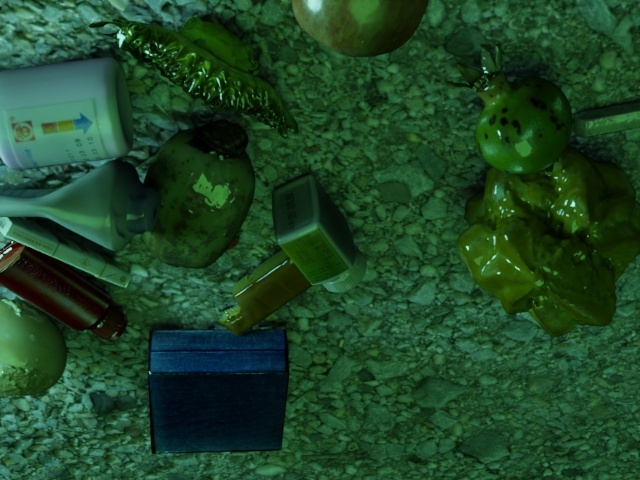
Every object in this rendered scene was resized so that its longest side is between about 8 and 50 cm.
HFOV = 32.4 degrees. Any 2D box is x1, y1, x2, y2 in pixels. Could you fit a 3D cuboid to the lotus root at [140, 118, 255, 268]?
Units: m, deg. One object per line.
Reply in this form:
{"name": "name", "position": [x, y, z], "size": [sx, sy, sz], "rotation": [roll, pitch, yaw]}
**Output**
{"name": "lotus root", "position": [-0.200, -0.053, 1.763], "size": [0.173, 0.173, 0.309], "rotation": [11, 135, -17]}

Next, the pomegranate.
{"name": "pomegranate", "position": [0.290, -0.196, 1.693], "size": [0.220, 0.156, 0.156], "rotation": [44, 124, 4]}

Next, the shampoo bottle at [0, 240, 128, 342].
{"name": "shampoo bottle", "position": [-0.451, 0.094, 1.937], "size": [0.102, 0.064, 0.260], "rotation": [-35, 129, 21]}

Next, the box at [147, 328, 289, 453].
{"name": "box", "position": [-0.198, 0.294, 2.125], "size": [0.261, 0.116, 0.279], "rotation": [-1, 137, -7]}

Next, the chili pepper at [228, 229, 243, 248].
{"name": "chili pepper", "position": [-0.209, 0.012, 1.902], "size": [0.178, 0.045, 0.027], "rotation": [-15, 126, 16]}

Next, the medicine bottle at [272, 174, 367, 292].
{"name": "medicine bottle", "position": [0.000, 0.000, 1.850], "size": [0.088, 0.132, 0.188], "rotation": [-24, 133, 15]}

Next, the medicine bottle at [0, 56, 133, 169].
{"name": "medicine bottle", "position": [-0.411, -0.181, 1.612], "size": [0.254, 0.152, 0.152], "rotation": [-7, 135, 2]}

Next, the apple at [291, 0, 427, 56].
{"name": "apple", "position": [0.056, -0.345, 1.480], "size": [0.188, 0.188, 0.174], "rotation": [11, 127, -17]}

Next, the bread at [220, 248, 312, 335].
{"name": "bread", "position": [-0.098, 0.088, 1.985], "size": [0.226, 0.049, 0.088], "rotation": [-35, 129, 26]}

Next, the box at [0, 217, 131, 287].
{"name": "box", "position": [-0.429, 0.013, 1.829], "size": [0.220, 0.122, 0.032], "rotation": [26, 90, -29]}

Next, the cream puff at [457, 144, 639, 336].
{"name": "cream puff", "position": [0.409, 0.002, 1.812], "size": [0.323, 0.270, 0.274], "rotation": [27, 121, -30]}

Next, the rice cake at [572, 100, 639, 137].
{"name": "rice cake", "position": [0.510, -0.204, 1.779], "size": [0.206, 0.036, 0.047], "rotation": [-13, 122, 7]}

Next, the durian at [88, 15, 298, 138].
{"name": "durian", "position": [-0.160, -0.252, 1.590], "size": [0.375, 0.132, 0.106], "rotation": [28, 138, -36]}

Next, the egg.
{"name": "egg", "position": [-0.540, 0.191, 1.956], "size": [0.164, 0.164, 0.201], "rotation": [-27, 127, 19]}

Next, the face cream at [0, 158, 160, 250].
{"name": "face cream", "position": [-0.452, -0.061, 1.659], "size": [0.420, 0.235, 0.137], "rotation": [3, 95, 4]}
